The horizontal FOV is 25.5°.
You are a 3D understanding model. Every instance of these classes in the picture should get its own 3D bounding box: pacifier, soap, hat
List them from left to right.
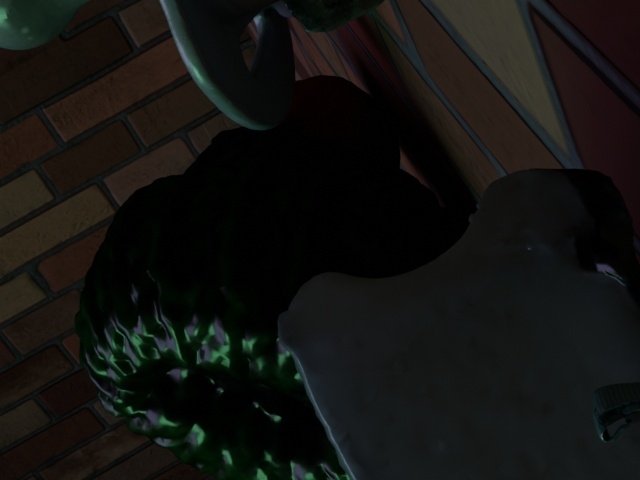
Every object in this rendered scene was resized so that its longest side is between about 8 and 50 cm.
[{"bbox_3d":[-0.123,-0.190,0.854,0.238,0.226,0.287,-87,-26,-55],"label":"pacifier"},{"bbox_3d":[0.000,0.000,0.977,0.274,0.242,0.332,26,-134,-10],"label":"hat"},{"bbox_3d":[0.082,0.081,0.439,0.150,0.094,0.261,67,-171,18],"label":"soap"}]

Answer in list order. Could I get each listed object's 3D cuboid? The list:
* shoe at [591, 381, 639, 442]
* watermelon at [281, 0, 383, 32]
[{"bbox_3d":[0.112,0.066,0.264,0.143,0.071,0.064,56,-178,-20],"label":"shoe"},{"bbox_3d":[-0.027,-0.180,0.677,0.187,0.071,0.139,52,-175,6],"label":"watermelon"}]
